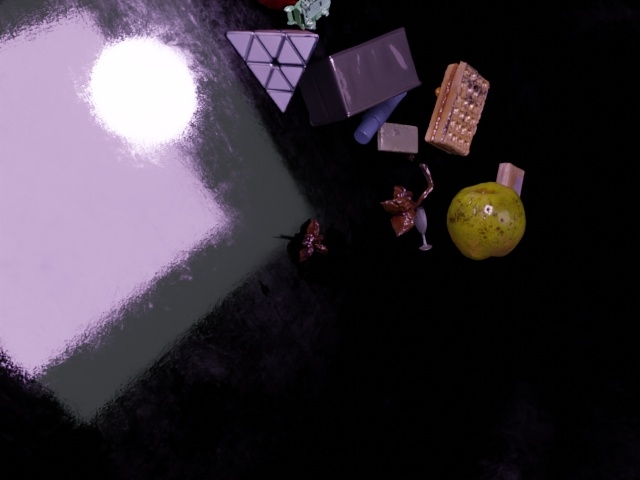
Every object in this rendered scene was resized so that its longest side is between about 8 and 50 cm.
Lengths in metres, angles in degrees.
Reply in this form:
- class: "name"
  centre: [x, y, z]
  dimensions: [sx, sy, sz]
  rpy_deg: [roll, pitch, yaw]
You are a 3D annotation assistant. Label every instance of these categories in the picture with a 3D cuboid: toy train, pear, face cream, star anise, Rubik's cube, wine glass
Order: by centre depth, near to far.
- class: "toy train"
  centre: [-0.035, -0.750, 1.353]
  dimensions: [0.149, 0.081, 0.099]
  rpy_deg: [-48, 162, -10]
- class: "Rubik's cube"
  centre: [-0.123, -0.615, 1.382]
  dimensions: [0.228, 0.233, 0.229]
  rpy_deg: [57, 9, 15]
- class: "star anise"
  centre: [-0.005, 0.007, 1.539]
  dimensions: [0.140, 0.144, 0.159]
  rpy_deg: [-26, 109, -43]
- class: "face cream"
  centre: [0.252, -0.549, 1.733]
  dimensions: [0.136, 0.086, 0.385]
  rpy_deg: [51, 59, -33]
- class: "star anise"
  centre: [0.379, -0.175, 1.827]
  dimensions: [0.237, 0.148, 0.347]
  rpy_deg: [31, 84, -39]
- class: "wine glass"
  centre: [0.474, -0.057, 1.968]
  dimensions: [0.066, 0.066, 0.198]
  rpy_deg: [-29, 112, -34]
- class: "pear"
  centre: [0.808, -0.085, 2.054]
  dimensions: [0.390, 0.391, 0.392]
  rpy_deg: [-4, 97, -39]

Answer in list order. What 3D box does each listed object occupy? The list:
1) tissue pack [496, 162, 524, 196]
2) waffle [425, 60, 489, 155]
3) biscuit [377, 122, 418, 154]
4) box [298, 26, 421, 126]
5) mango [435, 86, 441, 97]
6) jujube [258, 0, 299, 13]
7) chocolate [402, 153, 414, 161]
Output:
- class: "tissue pack"
  centre: [1.081, -0.317, 2.413]
  dimensions: [0.186, 0.090, 0.223]
  rpy_deg: [16, 84, -36]
- class: "waffle"
  centre: [0.654, -0.610, 1.987]
  dimensions: [0.260, 0.114, 0.377]
  rpy_deg: [12, 97, -40]
- class: "biscuit"
  centre: [0.335, -0.439, 1.809]
  dimensions: [0.199, 0.040, 0.122]
  rpy_deg: [-2, 91, -26]
- class: "box"
  centre: [0.130, -0.574, 1.489]
  dimensions: [0.345, 0.251, 0.205]
  rpy_deg: [-31, 112, -23]
- class: "mango"
  centre: [0.582, -0.706, 2.007]
  dimensions: [0.089, 0.046, 0.060]
  rpy_deg: [3, 99, -29]
- class: "jujube"
  centre: [-0.112, -0.824, 1.375]
  dimensions: [0.230, 0.155, 0.155]
  rpy_deg: [-1, 95, -49]
- class: "chocolate"
  centre: [0.364, -0.424, 1.866]
  dimensions: [0.182, 0.028, 0.086]
  rpy_deg: [26, 79, -38]
